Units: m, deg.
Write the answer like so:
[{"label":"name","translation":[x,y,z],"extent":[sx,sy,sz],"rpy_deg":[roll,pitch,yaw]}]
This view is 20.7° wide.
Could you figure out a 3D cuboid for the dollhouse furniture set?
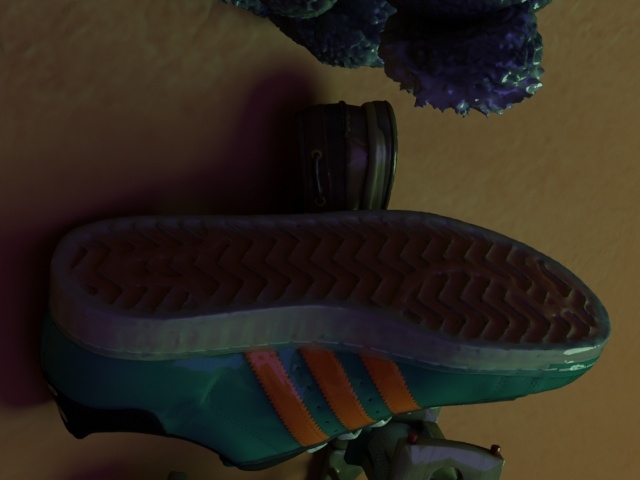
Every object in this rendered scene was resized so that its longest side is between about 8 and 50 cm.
[{"label":"dollhouse furniture set","translation":[-0.007,0.143,1.049],"extent":[0.184,0.129,0.129],"rpy_deg":[10,108,-16]}]

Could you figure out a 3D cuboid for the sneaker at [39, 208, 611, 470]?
[{"label":"sneaker","translation":[0.001,0.059,0.942],"extent":[0.302,0.108,0.121],"rpy_deg":[4,130,-12]}]

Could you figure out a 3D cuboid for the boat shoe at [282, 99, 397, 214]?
[{"label":"boat shoe","translation":[0.000,0.000,0.998],"extent":[0.060,0.064,0.178],"rpy_deg":[4,119,-10]}]

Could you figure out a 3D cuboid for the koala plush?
[{"label":"koala plush","translation":[0.034,-0.159,0.804],"extent":[0.203,0.221,0.196],"rpy_deg":[5,110,-46]}]
